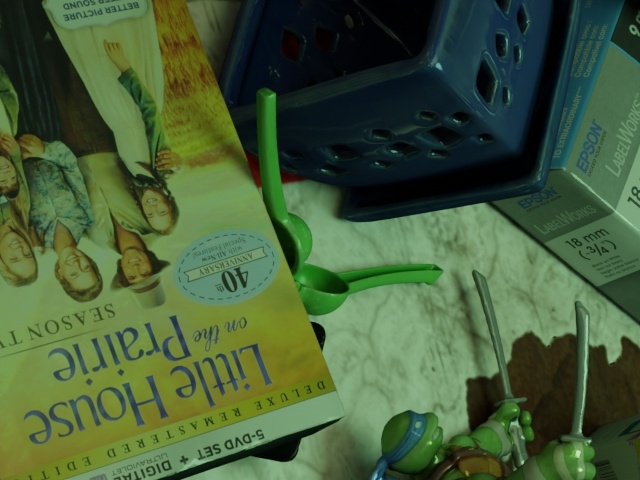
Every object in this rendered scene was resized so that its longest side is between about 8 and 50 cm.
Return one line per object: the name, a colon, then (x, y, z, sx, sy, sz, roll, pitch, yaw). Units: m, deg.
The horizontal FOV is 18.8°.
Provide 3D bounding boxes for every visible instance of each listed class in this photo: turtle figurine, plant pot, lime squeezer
turtle figurine: (0.196, 0.190, 1.591, 0.266, 0.198, 0.275, 48, 57, -17)
plant pot: (0.080, -0.152, 1.593, 0.212, 0.236, 0.236, 42, 51, -38)
lime squeezer: (0.000, 0.000, 1.559, 0.310, 0.110, 0.059, 45, 9, -49)

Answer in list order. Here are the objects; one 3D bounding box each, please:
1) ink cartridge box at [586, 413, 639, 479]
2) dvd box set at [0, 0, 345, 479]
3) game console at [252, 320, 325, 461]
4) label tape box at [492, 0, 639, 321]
ink cartridge box: (0.326, 0.209, 1.652, 0.078, 0.231, 0.134, -31, 93, -38)
dvd box set: (-0.187, -0.015, 1.442, 0.307, 0.062, 0.420, -14, 78, -33)
game console: (-0.060, 0.099, 1.515, 0.107, 0.071, 0.122, 10, 64, 8)
label tape box: (0.264, -0.107, 1.795, 0.333, 0.106, 0.241, 37, 56, -20)
